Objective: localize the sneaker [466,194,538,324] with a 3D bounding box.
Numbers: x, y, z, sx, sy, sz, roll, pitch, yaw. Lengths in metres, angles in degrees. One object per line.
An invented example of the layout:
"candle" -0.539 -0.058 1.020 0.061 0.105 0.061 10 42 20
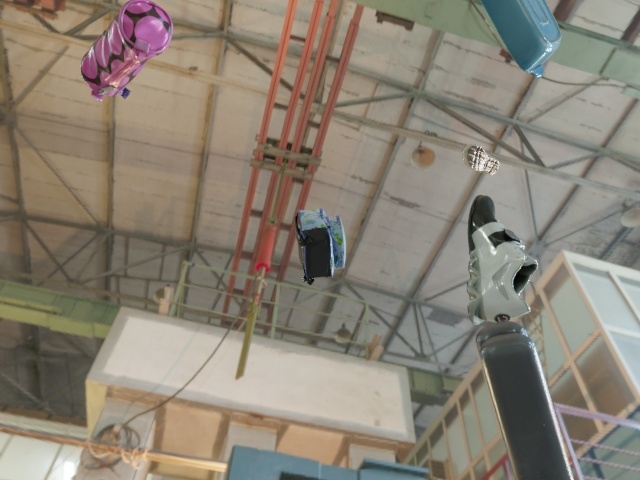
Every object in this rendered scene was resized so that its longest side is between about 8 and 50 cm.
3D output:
"sneaker" 0.417 0.034 1.142 0.146 0.330 0.122 -10 -34 28

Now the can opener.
"can opener" 0.173 0.219 0.443 0.095 0.076 0.283 -17 -87 14

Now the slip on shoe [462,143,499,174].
"slip on shoe" 0.339 -0.178 1.085 0.135 0.041 0.051 9 -72 -44

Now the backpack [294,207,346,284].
"backpack" 0.000 0.000 0.860 0.084 0.114 0.105 -8 -58 -5

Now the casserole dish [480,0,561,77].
"casserole dish" 0.222 -0.280 0.574 0.037 0.114 0.188 -27 -84 44

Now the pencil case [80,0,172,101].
"pencil case" -0.327 -0.310 0.832 0.095 0.098 0.209 31 -28 -32
